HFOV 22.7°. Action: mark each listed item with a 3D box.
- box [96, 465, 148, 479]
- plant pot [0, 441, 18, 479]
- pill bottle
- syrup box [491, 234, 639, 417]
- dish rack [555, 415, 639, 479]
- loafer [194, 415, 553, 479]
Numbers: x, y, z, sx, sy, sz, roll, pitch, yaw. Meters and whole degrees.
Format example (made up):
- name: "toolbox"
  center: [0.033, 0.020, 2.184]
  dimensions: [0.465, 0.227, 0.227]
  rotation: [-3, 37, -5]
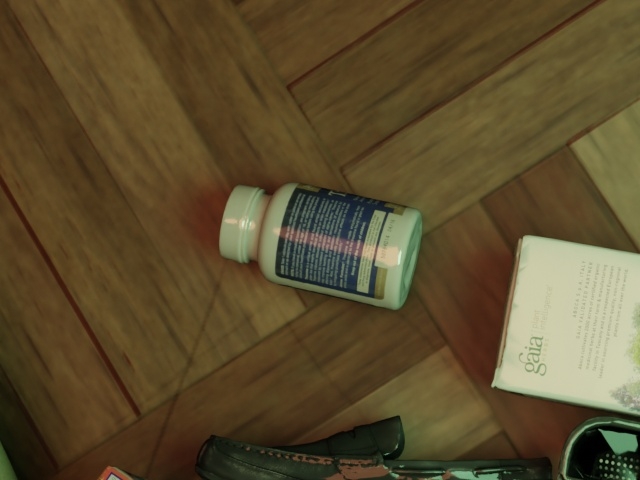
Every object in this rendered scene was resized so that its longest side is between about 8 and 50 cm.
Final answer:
- name: "box"
  center: [-0.136, 0.303, 0.949]
  dimensions: [0.154, 0.142, 0.300]
  rotation: [31, 81, 12]
- name: "plant pot"
  center: [-0.319, 0.115, 0.988]
  dimensions: [0.256, 0.256, 0.274]
  rotation: [-43, 95, 4]
- name: "pill bottle"
  center: [0.000, 0.000, 1.012]
  dimensions: [0.120, 0.067, 0.067]
  rotation: [12, 87, 11]
- name: "syrup box"
  center: [0.226, 0.065, 0.950]
  dimensions: [0.237, 0.096, 0.093]
  rotation: [10, 85, 11]
- name: "dish rack"
  center: [0.218, 0.251, 0.934]
  dimensions: [0.208, 0.074, 0.271]
  rotation: [12, 87, 3]
- name: "loafer"
  center: [0.034, 0.146, 0.992]
  dimensions: [0.223, 0.076, 0.078]
  rotation: [11, 82, 6]
